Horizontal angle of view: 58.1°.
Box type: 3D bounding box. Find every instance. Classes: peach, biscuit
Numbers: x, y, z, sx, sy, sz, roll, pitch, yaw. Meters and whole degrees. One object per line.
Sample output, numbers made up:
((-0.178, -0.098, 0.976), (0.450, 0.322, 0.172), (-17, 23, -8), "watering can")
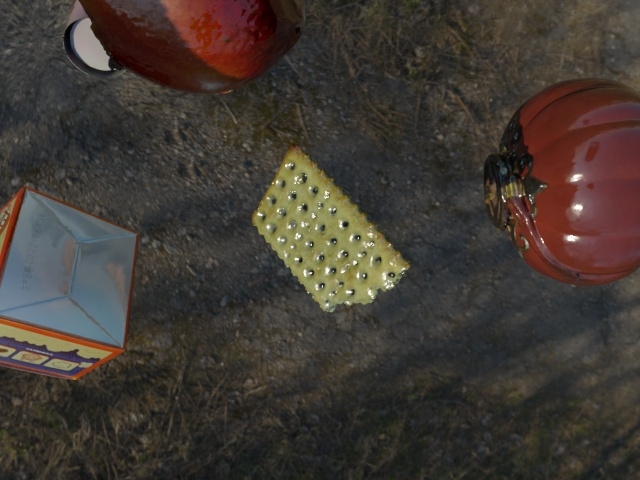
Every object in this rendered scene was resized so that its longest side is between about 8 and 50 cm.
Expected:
((-0.183, -0.327, 0.725), (0.339, 0.281, 0.280), (1, 108, -49), "peach")
((0.001, 0.000, 0.669), (0.016, 0.203, 0.144), (-17, 150, -48), "biscuit")

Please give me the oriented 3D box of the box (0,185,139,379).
((-0.661, 0.117, 1.406), (0.257, 0.348, 0.319), (-31, 140, 33), "box")

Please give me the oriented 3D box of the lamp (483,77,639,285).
((0.380, -0.084, 0.845), (0.257, 0.303, 0.302), (-4, 112, 3), "lamp")

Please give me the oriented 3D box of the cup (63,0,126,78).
((-0.450, -0.488, 1.250), (0.203, 0.288, 0.202), (-1, 138, -1), "cup")
